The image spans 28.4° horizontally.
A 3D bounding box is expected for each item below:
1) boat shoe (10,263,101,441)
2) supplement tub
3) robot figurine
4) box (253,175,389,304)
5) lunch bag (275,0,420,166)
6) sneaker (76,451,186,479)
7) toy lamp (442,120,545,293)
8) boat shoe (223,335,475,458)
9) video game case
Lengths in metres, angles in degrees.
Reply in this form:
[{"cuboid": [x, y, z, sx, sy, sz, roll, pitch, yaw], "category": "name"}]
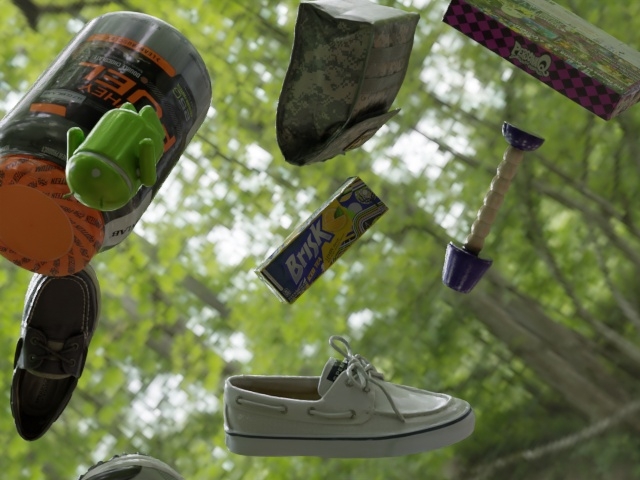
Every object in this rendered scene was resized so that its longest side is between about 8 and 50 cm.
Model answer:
[{"cuboid": [-0.355, 0.150, 1.674, 0.092, 0.103, 0.285, -99, 26, -53], "category": "boat shoe"}, {"cuboid": [-0.287, -0.123, 1.590, 0.338, 0.207, 0.207, -65, -8, -45], "category": "supplement tub"}, {"cuboid": [-0.190, -0.075, 1.169, 0.115, 0.101, 0.067, -59, -33, -31], "category": "robot figurine"}, {"cuboid": [0.000, 0.000, 1.527, 0.169, 0.059, 0.054, -44, 7, -8], "category": "box"}, {"cuboid": [0.043, -0.267, 2.201, 0.235, 0.169, 0.287, -27, -45, -62], "category": "lunch bag"}, {"cuboid": [-0.139, 0.287, 1.237, 0.272, 0.108, 0.100, 27, -83, -40], "category": "sneaker"}, {"cuboid": [0.267, -0.047, 1.986, 0.080, 0.080, 0.274, -6, -57, -66], "category": "toy lamp"}, {"cuboid": [0.034, 0.217, 1.812, 0.136, 0.367, 0.156, -44, -50, -70], "category": "boat shoe"}, {"cuboid": [0.287, -0.234, 1.520, 0.210, 0.232, 0.041, -29, -31, -58], "category": "video game case"}]
